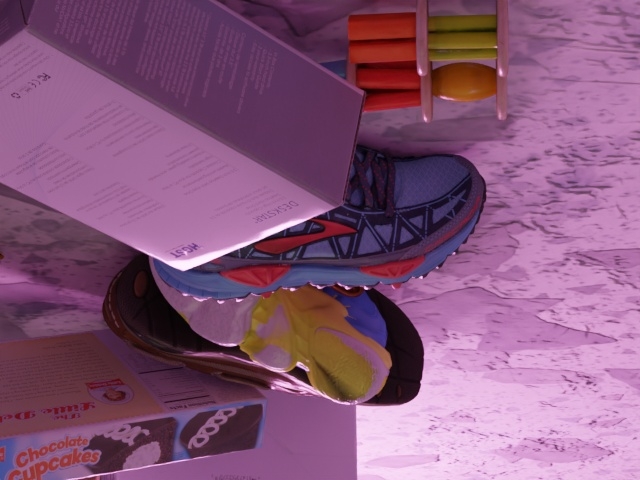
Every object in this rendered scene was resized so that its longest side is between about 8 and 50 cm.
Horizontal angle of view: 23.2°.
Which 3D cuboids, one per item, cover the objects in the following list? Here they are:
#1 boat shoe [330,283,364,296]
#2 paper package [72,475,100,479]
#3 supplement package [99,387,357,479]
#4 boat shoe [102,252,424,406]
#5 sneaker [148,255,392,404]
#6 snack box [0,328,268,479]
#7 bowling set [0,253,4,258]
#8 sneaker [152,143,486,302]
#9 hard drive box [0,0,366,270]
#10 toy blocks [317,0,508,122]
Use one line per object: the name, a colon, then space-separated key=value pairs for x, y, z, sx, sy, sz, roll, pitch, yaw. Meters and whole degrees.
boat shoe: x=0.000 y=0.000 z=1.316 sx=0.064 sy=0.060 sz=0.178 roll=-9 pitch=158 yaw=25
paper package: x=-0.373 y=0.253 z=1.865 sx=0.310 sy=0.168 sz=0.325 roll=-5 pitch=160 yaw=13
supplement package: x=-0.104 y=0.221 z=1.717 sx=0.262 sy=0.204 sz=0.145 roll=5 pitch=160 yaw=-15
boat shoe: x=-0.056 y=0.083 z=1.488 sx=0.324 sy=0.122 sz=0.120 roll=20 pitch=159 yaw=-24
sneaker: x=-0.039 y=0.052 z=1.398 sx=0.240 sy=0.126 sz=0.091 roll=37 pitch=116 yaw=-2
snack box: x=-0.235 y=0.155 z=1.493 sx=0.322 sy=0.060 sz=0.187 roll=-5 pitch=-155 yaw=-31
bowling set: x=-0.419 y=0.117 z=1.383 sx=0.287 sy=0.199 sz=0.154 roll=-15 pitch=166 yaw=17
sneaker: x=0.001 y=-0.029 z=1.169 sx=0.262 sy=0.104 sz=0.125 roll=-12 pitch=139 yaw=-8
hard drive box: x=-0.120 y=-0.082 z=0.984 sx=0.232 sy=0.089 sz=0.181 roll=29 pitch=148 yaw=-31
toy blocks: x=0.046 y=-0.116 z=1.007 sx=0.148 sy=0.054 sz=0.123 roll=-1 pitch=161 yaw=6
